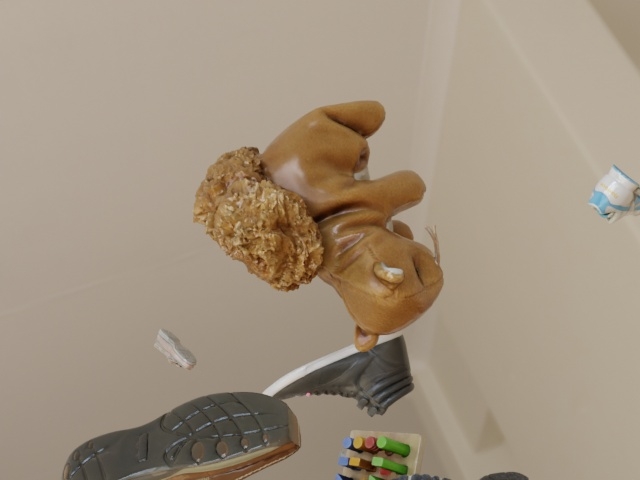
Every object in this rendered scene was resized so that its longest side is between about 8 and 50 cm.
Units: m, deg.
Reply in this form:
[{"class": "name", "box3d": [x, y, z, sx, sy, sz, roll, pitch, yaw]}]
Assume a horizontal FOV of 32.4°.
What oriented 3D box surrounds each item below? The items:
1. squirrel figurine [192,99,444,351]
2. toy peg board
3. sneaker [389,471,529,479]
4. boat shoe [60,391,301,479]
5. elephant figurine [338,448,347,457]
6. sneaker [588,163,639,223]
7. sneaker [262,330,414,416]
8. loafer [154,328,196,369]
[{"class": "squirrel figurine", "box3d": [0.000, 0.000, 1.767, 0.397, 0.370, 0.281, -5, -39, -31]}, {"class": "toy peg board", "box3d": [0.078, 0.393, 1.844, 0.161, 0.161, 0.079, -5, -25, 44]}, {"class": "sneaker", "box3d": [0.206, 0.441, 1.710, 0.283, 0.110, 0.122, 3, -59, -14]}, {"class": "boat shoe", "box3d": [-0.177, 0.295, 1.454, 0.324, 0.122, 0.120, -16, -52, 12]}, {"class": "elephant figurine", "box3d": [0.057, 0.583, 2.364, 0.169, 0.186, 0.239, 36, -99, -41]}, {"class": "sneaker", "box3d": [0.580, -0.082, 2.156, 0.092, 0.087, 0.229, -50, -27, 11]}, {"class": "sneaker", "box3d": [0.043, 0.283, 2.089, 0.296, 0.146, 0.104, -23, -4, 4]}, {"class": "loafer", "box3d": [-0.266, 0.207, 2.008, 0.045, 0.125, 0.039, 24, -80, -41]}]
